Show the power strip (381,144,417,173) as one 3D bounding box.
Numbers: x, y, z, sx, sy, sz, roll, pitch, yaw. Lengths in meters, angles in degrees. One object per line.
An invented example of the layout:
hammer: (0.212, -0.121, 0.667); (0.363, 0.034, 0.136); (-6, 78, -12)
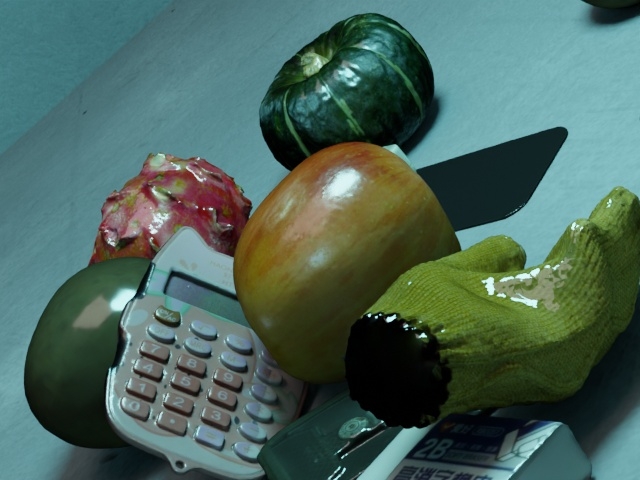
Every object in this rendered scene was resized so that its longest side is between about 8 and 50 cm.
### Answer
power strip: (0.000, 0.000, 2.209); (0.338, 0.058, 0.098); (-49, 22, -27)

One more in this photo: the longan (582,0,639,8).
longan: (0.387, -0.385, 2.308); (0.167, 0.167, 0.187); (-24, 3, 28)

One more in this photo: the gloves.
gloves: (0.178, 0.070, 1.630); (0.356, 0.155, 0.203); (-30, 19, -33)

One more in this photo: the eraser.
eraser: (0.125, 0.215, 1.569); (0.124, 0.068, 0.210); (-46, 22, -26)

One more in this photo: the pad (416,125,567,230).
pad: (0.170, -0.060, 2.159); (0.267, 0.004, 0.181); (-15, 30, 43)

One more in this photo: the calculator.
calculator: (-0.120, 0.132, 1.937); (0.329, 0.220, 0.048); (-74, 10, -47)

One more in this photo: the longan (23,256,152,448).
longan: (-0.240, 0.133, 2.085); (0.246, 0.215, 0.246); (-37, -8, -6)

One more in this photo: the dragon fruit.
dragon fruit: (-0.203, 0.015, 2.304); (0.268, 0.205, 0.210); (-46, 49, -7)

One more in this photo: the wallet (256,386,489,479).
wallet: (0.058, 0.184, 1.768); (0.245, 0.052, 0.168); (-34, 25, -2)

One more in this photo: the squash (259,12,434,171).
squash: (0.034, -0.194, 2.417); (0.252, 0.165, 0.252); (-30, 25, 15)

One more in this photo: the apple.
apple: (0.019, 0.024, 1.901); (0.241, 0.242, 0.242); (-40, 22, -6)
